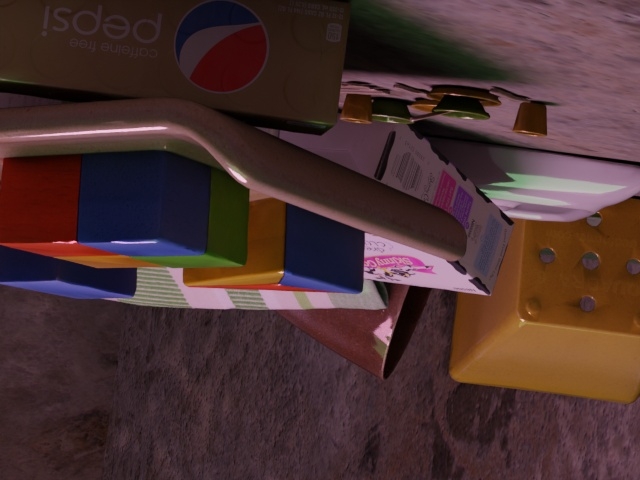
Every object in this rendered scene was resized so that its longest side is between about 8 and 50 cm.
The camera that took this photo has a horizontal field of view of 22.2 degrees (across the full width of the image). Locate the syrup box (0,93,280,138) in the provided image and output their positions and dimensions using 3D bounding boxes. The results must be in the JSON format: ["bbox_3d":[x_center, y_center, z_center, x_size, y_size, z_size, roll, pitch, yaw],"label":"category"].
[{"bbox_3d":[-0.149,-0.075,1.168,0.237,0.093,0.096,7,177,-1],"label":"syrup box"}]

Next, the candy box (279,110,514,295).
[{"bbox_3d":[0.036,-0.031,1.310,0.165,0.070,0.196,6,159,38],"label":"candy box"}]

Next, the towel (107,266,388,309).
[{"bbox_3d":[-0.121,-0.015,1.520,0.325,0.038,0.248,-1,142,21],"label":"towel"}]

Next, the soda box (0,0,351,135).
[{"bbox_3d":[-0.080,-0.094,0.788,0.181,0.061,0.058,7,178,-7],"label":"soda box"}]

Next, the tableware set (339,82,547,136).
[{"bbox_3d":[0.078,-0.083,1.081,0.154,0.024,0.104,6,178,36],"label":"tableware set"}]

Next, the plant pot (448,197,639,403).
[{"bbox_3d":[0.263,0.042,1.720,0.212,0.212,0.187,8,165,-3],"label":"plant pot"}]

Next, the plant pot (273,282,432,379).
[{"bbox_3d":[0.000,0.000,1.670,0.230,0.215,0.215,22,-179,10],"label":"plant pot"}]

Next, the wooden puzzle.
[{"bbox_3d":[-0.128,-0.012,0.919,0.348,0.080,0.322,3,174,25],"label":"wooden puzzle"}]

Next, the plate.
[{"bbox_3d":[0.138,-0.053,1.463,0.277,0.045,0.278,8,177,0],"label":"plate"}]
